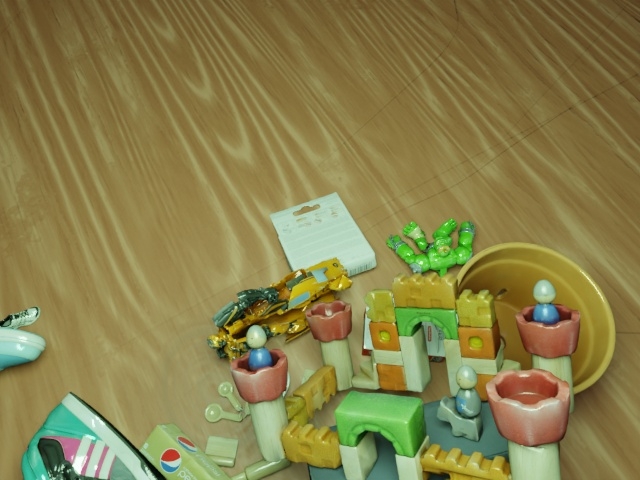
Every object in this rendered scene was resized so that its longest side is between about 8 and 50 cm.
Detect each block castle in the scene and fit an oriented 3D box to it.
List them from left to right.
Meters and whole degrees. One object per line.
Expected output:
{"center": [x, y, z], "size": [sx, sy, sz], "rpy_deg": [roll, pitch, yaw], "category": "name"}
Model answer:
{"center": [0.129, 0.184, 0.740], "size": [0.454, 0.303, 0.212], "rpy_deg": [-3, 103, 32], "category": "block castle"}

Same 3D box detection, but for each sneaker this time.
{"center": [-0.684, 0.282, 0.945], "size": [0.319, 0.127, 0.208], "rpy_deg": [-9, 61, 5], "category": "sneaker"}
{"center": [-0.631, 0.164, 1.052], "size": [0.083, 0.037, 0.032], "rpy_deg": [-34, 67, -18], "category": "sneaker"}
{"center": [-0.409, 0.422, 0.877], "size": [0.296, 0.123, 0.178], "rpy_deg": [32, 62, 20], "category": "sneaker"}

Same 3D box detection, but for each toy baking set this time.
{"center": [-0.110, 0.350, 0.975], "size": [0.257, 0.030, 0.196], "rpy_deg": [-15, 65, -9], "category": "toy baking set"}

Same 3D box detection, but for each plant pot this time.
{"center": [0.374, 0.175, 0.981], "size": [0.291, 0.203, 0.290], "rpy_deg": [1, 63, -2], "category": "plant pot"}

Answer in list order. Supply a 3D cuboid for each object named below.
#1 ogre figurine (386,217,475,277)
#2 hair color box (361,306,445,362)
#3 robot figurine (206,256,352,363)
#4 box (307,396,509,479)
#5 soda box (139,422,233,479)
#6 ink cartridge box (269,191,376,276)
{"center": [0.262, 0.016, 1.125], "size": [0.197, 0.096, 0.118], "rpy_deg": [3, 44, -17], "category": "ogre figurine"}
{"center": [0.173, 0.197, 1.049], "size": [0.168, 0.053, 0.093], "rpy_deg": [5, 62, 3], "category": "hair color box"}
{"center": [-0.080, 0.145, 0.986], "size": [0.291, 0.211, 0.085], "rpy_deg": [-26, 59, -24], "category": "robot figurine"}
{"center": [0.173, 0.439, 0.778], "size": [0.344, 0.179, 0.312], "rpy_deg": [-11, 101, -7], "category": "box"}
{"center": [-0.237, 0.413, 0.908], "size": [0.181, 0.061, 0.058], "rpy_deg": [34, 84, 20], "category": "soda box"}
{"center": [0.000, 0.000, 1.157], "size": [0.181, 0.056, 0.224], "rpy_deg": [-19, 47, -11], "category": "ink cartridge box"}
